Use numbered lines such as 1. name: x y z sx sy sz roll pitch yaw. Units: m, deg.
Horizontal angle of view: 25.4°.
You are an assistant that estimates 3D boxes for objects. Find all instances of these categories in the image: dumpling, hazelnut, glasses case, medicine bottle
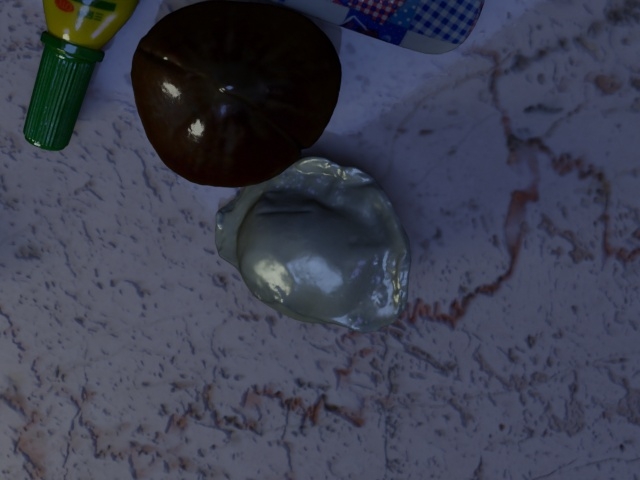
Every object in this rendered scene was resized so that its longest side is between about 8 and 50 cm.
1. dumpling: 0.000 0.000 1.643 0.258 0.147 0.193 34 101 20
2. hazelnut: -0.089 -0.166 1.543 0.230 0.229 0.229 0 111 1
3. glasses case: 0.022 -0.302 1.559 0.328 0.076 0.125 19 112 -6
4. medicine bottle: -0.267 -0.246 1.586 0.111 0.076 0.309 21 111 1
